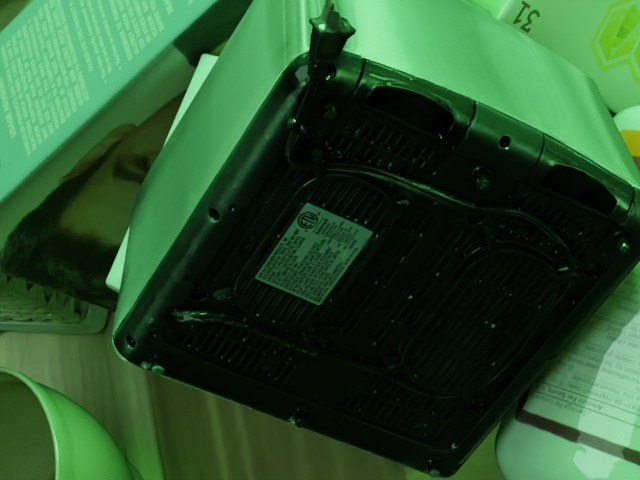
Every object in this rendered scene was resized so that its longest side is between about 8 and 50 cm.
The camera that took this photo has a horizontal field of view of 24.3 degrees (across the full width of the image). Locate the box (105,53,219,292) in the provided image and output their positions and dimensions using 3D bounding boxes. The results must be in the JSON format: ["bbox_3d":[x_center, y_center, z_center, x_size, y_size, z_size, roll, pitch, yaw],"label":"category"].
[{"bbox_3d":[0.000,0.000,0.758,0.091,0.170,0.130,20,85,45],"label":"box"}]

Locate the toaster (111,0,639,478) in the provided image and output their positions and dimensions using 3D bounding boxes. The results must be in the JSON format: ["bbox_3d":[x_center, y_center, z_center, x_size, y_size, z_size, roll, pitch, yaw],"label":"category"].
[{"bbox_3d":[0.025,-0.014,0.598,0.185,0.168,0.110,-55,24,30],"label":"toaster"}]

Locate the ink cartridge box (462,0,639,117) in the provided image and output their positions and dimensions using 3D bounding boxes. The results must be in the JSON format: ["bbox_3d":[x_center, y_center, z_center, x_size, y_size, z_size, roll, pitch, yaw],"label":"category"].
[{"bbox_3d":[0.111,-0.079,0.692,0.056,0.171,0.235,38,99,43],"label":"ink cartridge box"}]

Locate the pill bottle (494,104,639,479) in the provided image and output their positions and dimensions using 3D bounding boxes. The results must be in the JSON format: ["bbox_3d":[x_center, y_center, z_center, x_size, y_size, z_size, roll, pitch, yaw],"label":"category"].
[{"bbox_3d":[0.147,0.063,0.636,0.121,0.121,0.221,17,85,44],"label":"pill bottle"}]

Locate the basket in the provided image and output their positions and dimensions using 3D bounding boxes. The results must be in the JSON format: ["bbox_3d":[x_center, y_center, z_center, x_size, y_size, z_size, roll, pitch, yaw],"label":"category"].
[{"bbox_3d":[-0.224,-0.004,1.005,0.167,0.103,0.113,-1,72,41],"label":"basket"}]

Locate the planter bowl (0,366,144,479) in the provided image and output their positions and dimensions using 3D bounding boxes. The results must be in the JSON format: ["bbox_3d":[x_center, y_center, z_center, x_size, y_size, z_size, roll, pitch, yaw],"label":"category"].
[{"bbox_3d":[-0.170,0.165,0.884,0.162,0.109,0.162,-17,63,36],"label":"planter bowl"}]

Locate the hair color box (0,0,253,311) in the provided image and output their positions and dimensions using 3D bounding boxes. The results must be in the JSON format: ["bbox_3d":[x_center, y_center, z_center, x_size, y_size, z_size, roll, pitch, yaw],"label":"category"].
[{"bbox_3d":[-0.030,-0.113,0.820,0.374,0.185,0.113,-38,52,24],"label":"hair color box"}]
